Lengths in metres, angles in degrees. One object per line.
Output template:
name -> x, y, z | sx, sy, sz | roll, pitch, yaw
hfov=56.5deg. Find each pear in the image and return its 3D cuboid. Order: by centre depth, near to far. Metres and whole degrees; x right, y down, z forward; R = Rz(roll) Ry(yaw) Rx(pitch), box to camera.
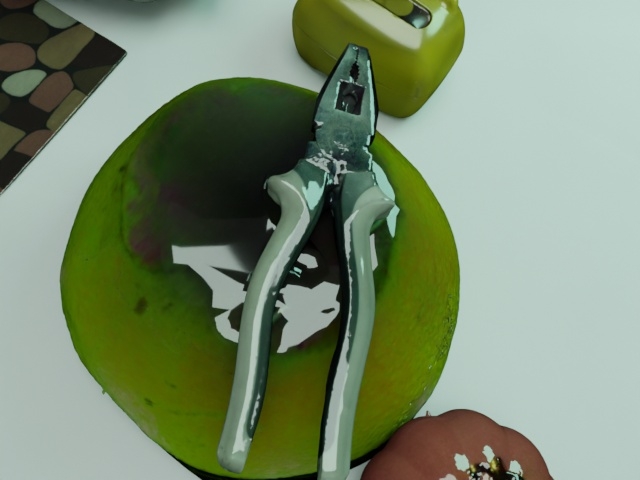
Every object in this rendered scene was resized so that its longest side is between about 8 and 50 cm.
pear -> -0.042, 0.011, 0.528 | 0.398, 0.165, 0.399 | 2, 72, -6

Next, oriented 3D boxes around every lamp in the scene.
lamp -> 0.118, 0.232, 0.490 | 0.181, 0.140, 0.182 | 3, 75, -10

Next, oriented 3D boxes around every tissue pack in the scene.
tissue pack -> 0.062, -0.228, 0.641 | 0.178, 0.127, 0.123 | 33, 73, 5

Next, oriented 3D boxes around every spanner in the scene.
spanner -> 0.000, 0.000, 0.427 | 0.095, 0.040, 0.325 | 12, 72, -4

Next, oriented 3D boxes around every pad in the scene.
pad -> -0.340, -0.160, 0.634 | 0.158, 0.003, 0.235 | 32, 71, 4

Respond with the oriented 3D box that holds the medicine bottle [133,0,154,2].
medicine bottle -> -0.245, -0.344, 0.625 | 0.288, 0.157, 0.157 | 10, 71, -4
